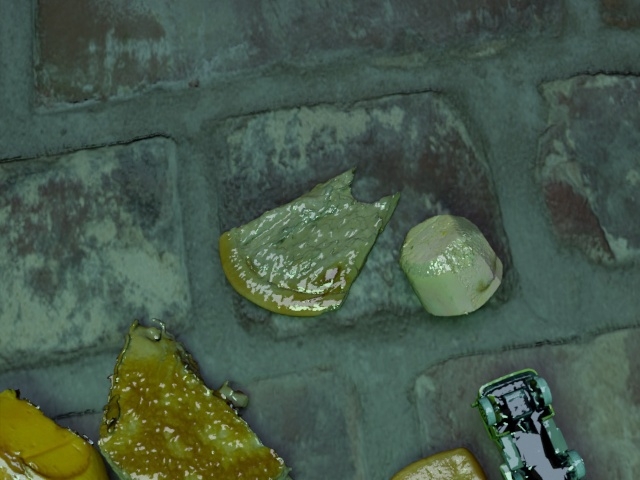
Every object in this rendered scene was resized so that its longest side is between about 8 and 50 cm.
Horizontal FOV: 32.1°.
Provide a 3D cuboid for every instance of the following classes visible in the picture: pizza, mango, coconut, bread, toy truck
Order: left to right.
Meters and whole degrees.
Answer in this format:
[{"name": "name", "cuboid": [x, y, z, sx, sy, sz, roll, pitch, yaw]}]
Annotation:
[{"name": "mango", "cuboid": [-0.339, 0.288, 1.319, 0.154, 0.126, 0.252, -38, 76, -26]}, {"name": "pizza", "cuboid": [-0.177, 0.226, 1.361, 0.189, 0.071, 0.297, -32, 69, -23]}, {"name": "pizza", "cuboid": [0.000, 0.000, 1.482, 0.262, 0.034, 0.181, -36, 69, -13]}, {"name": "coconut", "cuboid": [0.167, 0.039, 1.417, 0.116, 0.122, 0.116, -25, 34, 18]}, {"name": "bread", "cuboid": [0.162, 0.345, 1.296, 0.116, 0.077, 0.200, -23, 66, -14]}, {"name": "toy truck", "cuboid": [0.249, 0.255, 1.316, 0.085, 0.116, 0.191, -21, 76, -7]}]
